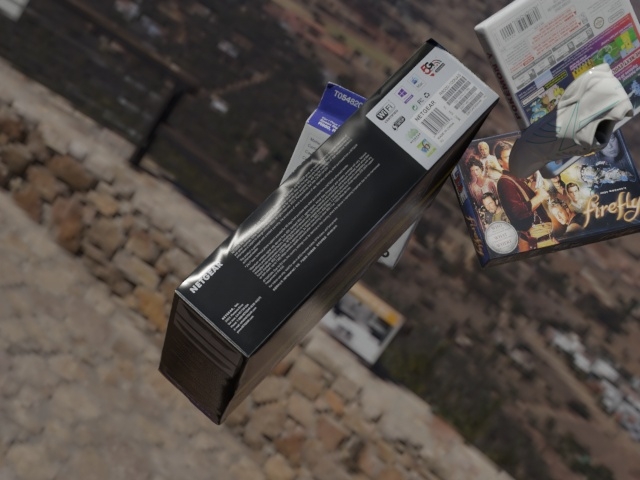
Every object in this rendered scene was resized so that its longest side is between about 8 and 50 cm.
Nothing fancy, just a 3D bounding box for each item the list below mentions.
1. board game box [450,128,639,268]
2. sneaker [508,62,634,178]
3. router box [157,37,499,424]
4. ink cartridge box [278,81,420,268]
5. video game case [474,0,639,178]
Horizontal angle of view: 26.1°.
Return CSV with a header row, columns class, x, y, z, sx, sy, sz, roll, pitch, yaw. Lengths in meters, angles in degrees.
class,x,y,z,sx,sy,sz,roll,pitch,yaw
board game box,0.302,-0.068,1.822,0.243,0.042,0.165,-13,73,-16
sneaker,0.235,-0.099,1.317,0.054,0.152,0.061,-23,71,-45
router box,0.000,0.000,1.174,0.081,0.309,0.243,42,-22,7
ink cartridge box,0.062,-0.098,2.125,0.223,0.224,0.045,26,27,6
video game case,0.274,-0.194,1.495,0.023,0.201,0.183,-1,-60,58
